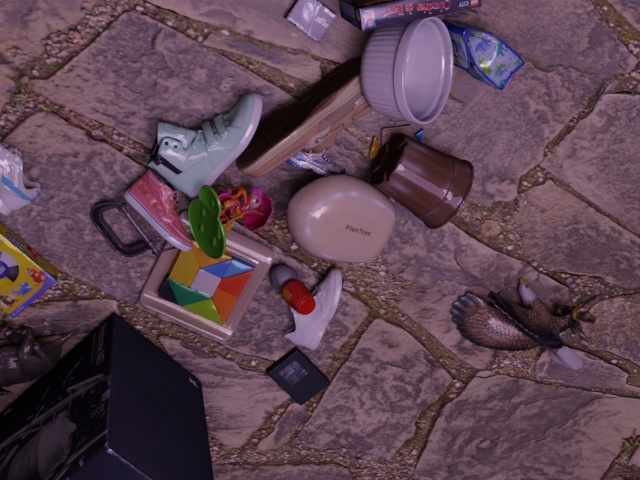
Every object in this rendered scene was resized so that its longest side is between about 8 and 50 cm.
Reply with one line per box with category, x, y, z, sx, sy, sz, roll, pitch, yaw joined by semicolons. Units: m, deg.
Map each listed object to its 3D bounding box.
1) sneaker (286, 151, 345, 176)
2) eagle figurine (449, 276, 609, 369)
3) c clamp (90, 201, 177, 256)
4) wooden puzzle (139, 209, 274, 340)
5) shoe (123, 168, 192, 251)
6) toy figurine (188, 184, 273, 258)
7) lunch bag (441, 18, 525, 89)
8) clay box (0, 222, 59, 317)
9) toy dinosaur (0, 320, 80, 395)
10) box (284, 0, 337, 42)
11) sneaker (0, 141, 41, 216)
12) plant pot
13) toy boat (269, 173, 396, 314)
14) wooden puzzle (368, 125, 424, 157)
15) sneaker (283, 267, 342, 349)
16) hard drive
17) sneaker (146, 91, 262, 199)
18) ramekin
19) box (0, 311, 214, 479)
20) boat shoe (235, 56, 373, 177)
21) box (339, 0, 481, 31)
sneaker;-0.004;-0.170;1.677;0.135;0.052;0.058;16;103;-22
eagle figurine;0.488;0.191;1.895;0.299;0.225;0.226;-8;127;-22
c clamp;-0.390;-0.023;1.644;0.137;0.022;0.160;-22;119;29
wooden puzzle;-0.245;0.081;1.716;0.221;0.044;0.238;26;105;-11
shoe;-0.310;-0.062;1.626;0.178;0.063;0.081;44;98;-6
toy figurine;-0.168;-0.065;1.637;0.159;0.130;0.173;-25;144;-34
lunch bag;0.313;-0.383;1.610;0.151;0.129;0.096;37;99;-26
clay box;-0.657;0.041;1.612;0.127;0.053;0.222;-40;118;8
toy dinosaur;-0.643;0.252;1.699;0.314;0.121;0.160;-29;130;-5
box;-0.018;-0.438;1.564;0.083;0.018;0.067;33;104;-24
sneaker;-0.622;-0.159;1.517;0.092;0.087;0.228;-29;125;-7
plant pot;0.206;-0.133;1.681;0.165;0.167;0.167;27;106;-21
toy boat;0.000;0.000;1.708;0.268;0.148;0.318;22;105;-39
wooden puzzle;0.162;-0.211;1.719;0.116;0.014;0.078;-1;119;-13
sneaker;-0.019;0.150;1.812;0.094;0.080;0.212;19;110;-10
hard drive;-0.052;0.326;1.911;0.094;0.022;0.135;-38;117;5
sneaker;-0.233;-0.211;1.571;0.151;0.094;0.256;32;106;-31
ramekin;0.166;-0.333;1.562;0.207;0.109;0.207;-22;118;-52
box;-0.486;0.486;1.622;0.472;0.480;0.297;-40;116;6
boat shoe;-0.012;-0.223;1.594;0.341;0.121;0.110;-38;124;-5
box;0.167;-0.455;1.523;0.233;0.159;0.044;-14;116;-8
